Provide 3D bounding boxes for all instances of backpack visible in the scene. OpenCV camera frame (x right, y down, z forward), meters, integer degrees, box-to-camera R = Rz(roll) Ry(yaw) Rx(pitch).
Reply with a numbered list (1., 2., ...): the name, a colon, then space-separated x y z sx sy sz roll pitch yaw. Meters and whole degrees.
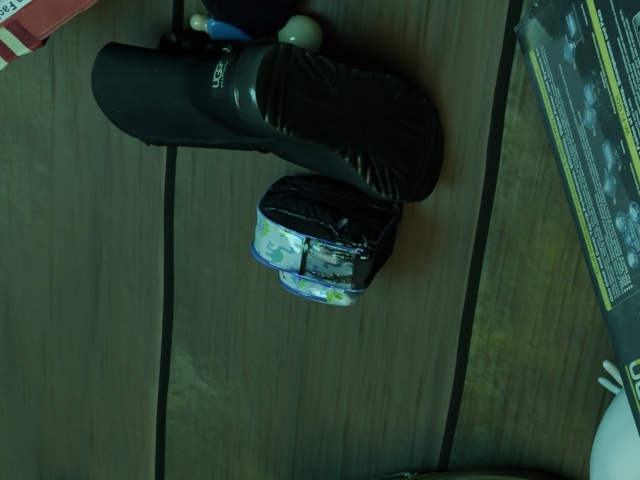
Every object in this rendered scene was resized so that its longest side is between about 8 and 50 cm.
1. backpack: 0.000 0.000 1.168 0.114 0.105 0.084 18 121 12

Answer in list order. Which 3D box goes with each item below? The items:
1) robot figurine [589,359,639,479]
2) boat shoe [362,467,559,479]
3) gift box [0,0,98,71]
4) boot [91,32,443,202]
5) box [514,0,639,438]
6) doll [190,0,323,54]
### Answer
1. robot figurine: 0.365 0.220 1.102 0.353 0.200 0.300 41 164 15
2. boat shoe: 0.088 0.260 1.291 0.307 0.104 0.111 -6 104 -2
3. gift box: -0.271 -0.295 0.988 0.255 0.258 0.276 -23 125 28
4. boot: -0.043 -0.104 1.124 0.207 0.246 0.094 9 83 44
5. box: 0.269 -0.035 0.864 0.097 0.395 0.318 -9 164 -20
6. doll: -0.067 -0.220 1.099 0.129 0.046 0.189 -36 104 30
